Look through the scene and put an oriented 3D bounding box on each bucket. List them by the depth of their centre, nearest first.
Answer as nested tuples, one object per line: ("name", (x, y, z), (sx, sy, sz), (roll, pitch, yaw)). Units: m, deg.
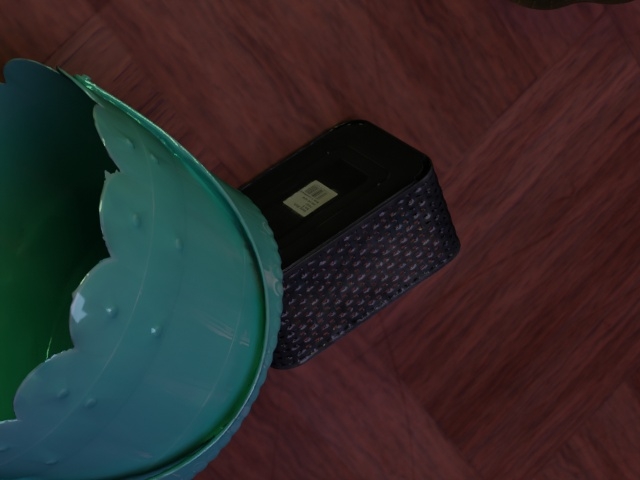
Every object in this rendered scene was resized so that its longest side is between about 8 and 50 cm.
("bucket", (-0.170, 0.040, 1.304), (0.183, 0.281, 0.281), (26, 96, -42))

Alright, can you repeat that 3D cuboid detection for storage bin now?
("storage bin", (0.000, 0.000, 1.484), (0.180, 0.122, 0.084), (-35, 127, -16))

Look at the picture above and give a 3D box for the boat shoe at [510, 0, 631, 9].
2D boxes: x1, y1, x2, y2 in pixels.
("boat shoe", (0.192, -0.220, 1.569), (0.153, 0.048, 0.056), (-4, 126, -26))
